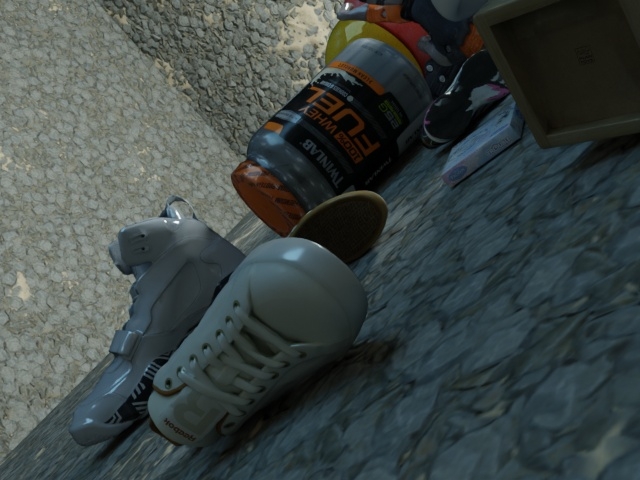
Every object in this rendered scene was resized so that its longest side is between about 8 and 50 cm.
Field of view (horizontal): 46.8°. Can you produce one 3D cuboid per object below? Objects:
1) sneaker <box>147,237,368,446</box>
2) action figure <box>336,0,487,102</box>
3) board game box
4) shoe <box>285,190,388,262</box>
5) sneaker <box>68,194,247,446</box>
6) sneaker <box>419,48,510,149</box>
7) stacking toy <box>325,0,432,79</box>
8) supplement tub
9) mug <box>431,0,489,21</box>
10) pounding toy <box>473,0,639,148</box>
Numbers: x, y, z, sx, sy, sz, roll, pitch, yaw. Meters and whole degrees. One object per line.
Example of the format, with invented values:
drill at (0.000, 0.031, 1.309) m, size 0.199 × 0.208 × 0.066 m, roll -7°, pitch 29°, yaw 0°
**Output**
sneaker at (-0.061, 0.102, 0.577) m, size 0.123 × 0.106 × 0.290 m, roll -56°, pitch 5°, yaw -36°
action figure at (0.161, -0.337, 1.190) m, size 0.178 × 0.330 × 0.341 m, roll -36°, pitch -29°, yaw -46°
board game box at (0.173, -0.103, 0.785) m, size 0.090 × 0.020 × 0.090 m, roll -37°, pitch 9°, yaw 30°
shoe at (0.000, 0.000, 0.867) m, size 0.219 × 0.076 × 0.058 m, roll -38°, pitch 14°, yaw 39°
sneaker at (-0.259, 0.105, 1.065) m, size 0.366 × 0.210 × 0.137 m, roll -46°, pitch 8°, yaw -24°
sneaker at (0.193, -0.190, 1.003) m, size 0.178 × 0.072 × 0.077 m, roll -39°, pitch -4°, yaw -19°
stacking toy at (0.123, -0.367, 1.437) m, size 0.480 × 0.351 × 0.350 m, roll -51°, pitch 9°, yaw -10°
supplement tub at (0.018, -0.157, 1.187) m, size 0.316 × 0.193 × 0.193 m, roll -47°, pitch 9°, yaw -15°
mug at (0.263, -0.351, 0.736) m, size 0.374 × 0.276 × 0.328 m, roll -36°, pitch -2°, yaw -8°
pounding toy at (0.193, -0.128, 0.504) m, size 0.100 × 0.141 × 0.130 m, roll -46°, pitch 23°, yaw -28°
